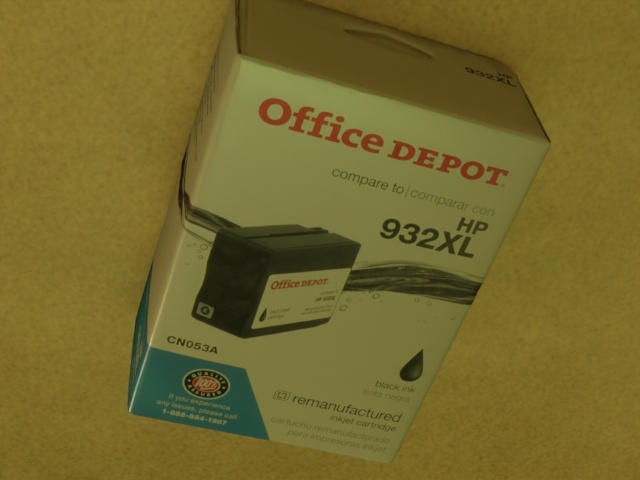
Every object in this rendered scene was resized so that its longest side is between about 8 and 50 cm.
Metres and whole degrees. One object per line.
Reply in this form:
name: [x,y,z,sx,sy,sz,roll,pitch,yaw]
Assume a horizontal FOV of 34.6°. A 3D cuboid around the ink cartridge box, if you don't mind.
ink cartridge box: [0.000,0.000,0.772,0.223,0.129,0.307,14,120,-13]
